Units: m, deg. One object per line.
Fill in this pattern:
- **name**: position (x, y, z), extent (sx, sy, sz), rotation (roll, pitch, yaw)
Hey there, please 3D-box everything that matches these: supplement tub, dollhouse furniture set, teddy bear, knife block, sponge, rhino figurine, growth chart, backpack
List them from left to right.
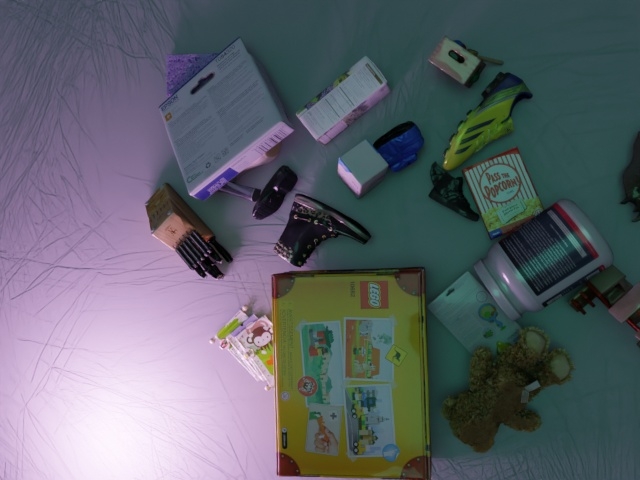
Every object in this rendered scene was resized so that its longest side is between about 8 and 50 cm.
- **knife block**: position (-0.358, -0.014, 1.818), extent (0.088, 0.242, 0.275), rotation (-44, 35, 8)
- **sponge**: position (-0.333, -0.465, 1.837), extent (0.210, 0.031, 0.117), rotation (1, 89, 13)
- **growth chart**: position (-0.167, 0.289, 1.789), extent (0.237, 0.021, 0.172), rotation (40, 96, 10)
- **backpack**: position (0.208, -0.243, 1.677), extent (0.120, 0.098, 0.101), rotation (-35, 111, 10)
- **teddy bear**: position (0.451, 0.356, 1.590), extent (0.245, 0.113, 0.338), rotation (24, 105, -11)
- **supplement tub**: position (0.522, 0.048, 1.542), extent (0.272, 0.191, 0.191), rotation (-36, 81, 13)
- **dollhouse furniture set**: position (0.709, 0.189, 1.486), extent (0.135, 0.262, 0.259), rotation (-45, 46, 10)
- **rhino figurine**: position (0.780, -0.159, 1.553), extent (0.106, 0.073, 0.243), rotation (18, 94, 11)

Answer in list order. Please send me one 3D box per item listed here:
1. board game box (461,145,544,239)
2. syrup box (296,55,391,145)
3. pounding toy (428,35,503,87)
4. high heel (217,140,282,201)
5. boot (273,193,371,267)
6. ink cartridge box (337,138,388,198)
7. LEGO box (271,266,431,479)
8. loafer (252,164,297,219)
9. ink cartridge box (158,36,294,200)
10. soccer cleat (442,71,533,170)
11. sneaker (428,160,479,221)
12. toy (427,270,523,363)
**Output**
- **board game box**: position (0.459, -0.117, 1.639), extent (0.147, 0.045, 0.193), rotation (-23, 84, 11)
- **syrup box**: position (0.063, -0.363, 1.712), extent (0.237, 0.093, 0.096), rotation (-39, 81, 10)
- **pounding toy**: position (0.365, -0.448, 1.635), extent (0.141, 0.130, 0.100), rotation (38, 109, 11)
- **high heel**: position (-0.213, -0.248, 1.785), extent (0.186, 0.093, 0.261), rotation (19, 86, 26)
- **boot**: position (0.000, 0.000, 1.725), extent (0.236, 0.085, 0.178), rotation (30, 97, 18)
- **ink cartridge box**: position (0.106, -0.179, 1.681), extent (0.090, 0.143, 0.092), rotation (-37, 81, -8)
- **LEGO box**: position (0.083, 0.320, 1.634), extent (0.372, 0.193, 0.500), rotation (-1, 89, 10)
- **loafer**: position (-0.129, -0.129, 1.777), extent (0.170, 0.062, 0.061), rotation (-47, 42, 14)
- **ink cartridge box**: position (-0.262, -0.327, 1.754), extent (0.324, 0.071, 0.330), rotation (-35, 59, 18)
- **soccer cleat**: position (0.413, -0.282, 1.622), extent (0.121, 0.093, 0.289), rotation (37, 91, 4)
- **sneaker**: position (0.343, -0.124, 1.663), extent (0.170, 0.051, 0.089), rotation (31, 99, 16)
- **toy**: position (0.398, 0.204, 1.640), extent (0.137, 0.056, 0.237), rotation (-43, 86, 11)
